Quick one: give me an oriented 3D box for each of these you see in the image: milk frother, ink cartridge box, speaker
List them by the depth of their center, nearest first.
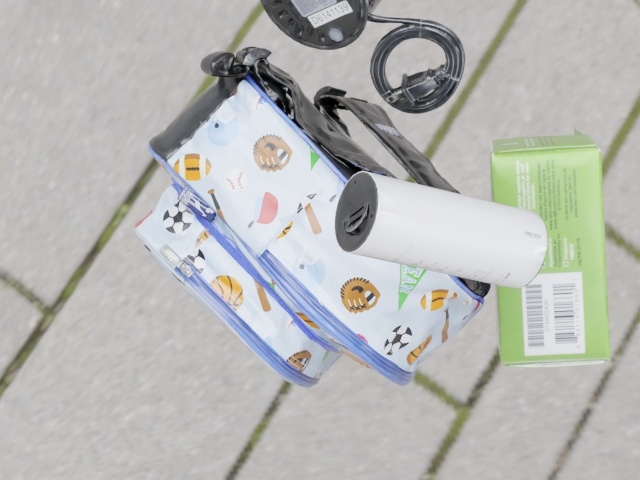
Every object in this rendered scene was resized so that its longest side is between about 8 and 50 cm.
[{"bbox_3d":[0.078,-0.006,1.146,0.136,0.055,0.055,12,73,-28],"label":"speaker"},{"bbox_3d":[0.050,-0.179,1.230,0.135,0.129,0.143,-54,133,-42],"label":"milk frother"},{"bbox_3d":[0.203,-0.002,1.601,0.097,0.255,0.189,-3,98,4],"label":"ink cartridge box"}]

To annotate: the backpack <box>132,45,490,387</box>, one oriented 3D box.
[{"bbox_3d":[0.000,0.000,1.394,0.263,0.276,0.213,38,98,17],"label":"backpack"}]
